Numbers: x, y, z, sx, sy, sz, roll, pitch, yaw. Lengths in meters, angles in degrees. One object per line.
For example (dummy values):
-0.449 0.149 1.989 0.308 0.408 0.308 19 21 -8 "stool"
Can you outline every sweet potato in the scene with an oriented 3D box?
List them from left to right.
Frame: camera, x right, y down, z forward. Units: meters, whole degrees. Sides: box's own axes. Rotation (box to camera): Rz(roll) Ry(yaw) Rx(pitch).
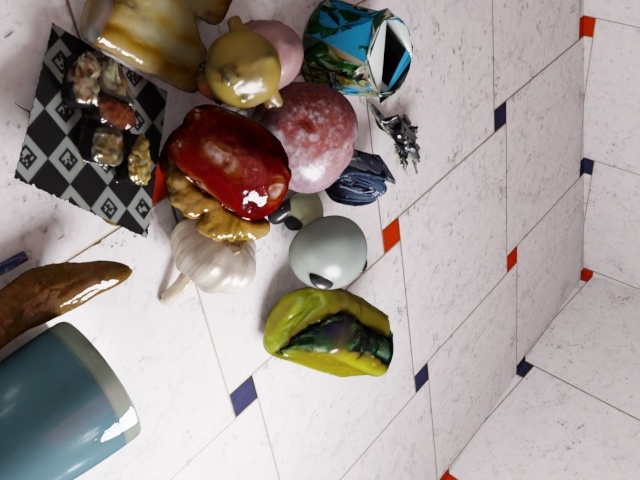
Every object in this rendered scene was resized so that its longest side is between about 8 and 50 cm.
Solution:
-0.488 0.106 1.311 0.341 0.114 0.092 -35 164 -33 "sweet potato"

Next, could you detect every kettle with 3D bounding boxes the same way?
-0.515 0.349 1.308 0.342 0.247 0.319 -36 158 -29 "kettle"

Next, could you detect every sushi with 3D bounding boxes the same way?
-0.358 -0.183 1.313 0.294 0.059 0.292 27 65 -54 "sushi"

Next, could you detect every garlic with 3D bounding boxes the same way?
-0.247 0.062 1.588 0.226 0.199 0.199 -47 148 17 "garlic"

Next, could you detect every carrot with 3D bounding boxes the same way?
-0.419 -0.133 1.328 0.078 0.078 0.298 -55 136 -20 "carrot"

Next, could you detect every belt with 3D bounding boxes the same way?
0.069 -0.170 1.913 0.122 0.128 0.218 -43 152 27 "belt"

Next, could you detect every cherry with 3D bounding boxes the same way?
-0.028 -0.224 1.678 0.286 0.213 0.236 18 71 -35 "cherry"

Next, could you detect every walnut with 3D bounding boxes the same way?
-0.192 -0.124 1.485 0.269 0.222 0.243 26 81 -32 "walnut"

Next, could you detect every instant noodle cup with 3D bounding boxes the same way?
0.091 -0.432 1.763 0.240 0.178 0.240 -26 124 -45 "instant noodle cup"

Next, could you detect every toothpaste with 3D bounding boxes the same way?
-0.528 0.040 1.302 0.083 0.019 0.027 -35 156 -38 "toothpaste"

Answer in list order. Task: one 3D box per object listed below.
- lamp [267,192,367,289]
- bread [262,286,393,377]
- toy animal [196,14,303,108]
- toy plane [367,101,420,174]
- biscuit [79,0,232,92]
0.000 0.000 1.802 0.198 0.243 0.197 -33 167 -8 "lamp"
0.030 0.232 1.944 0.377 0.251 0.208 26 59 -55 "bread"
-0.131 -0.332 1.455 0.195 0.169 0.281 62 31 -14 "toy animal"
0.209 -0.291 2.061 0.262 0.088 0.192 50 38 -47 "toy plane"
-0.286 -0.416 1.371 0.291 0.062 0.236 17 91 -54 "biscuit"
